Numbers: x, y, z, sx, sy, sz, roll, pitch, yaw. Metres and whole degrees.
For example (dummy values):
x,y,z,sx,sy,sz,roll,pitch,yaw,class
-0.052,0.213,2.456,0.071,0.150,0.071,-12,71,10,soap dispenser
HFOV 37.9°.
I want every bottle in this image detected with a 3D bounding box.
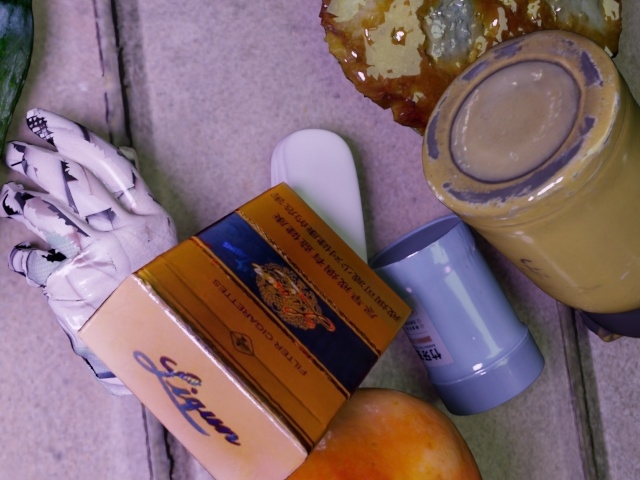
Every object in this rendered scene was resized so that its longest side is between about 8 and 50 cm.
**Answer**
x,y,z,sx,sy,sz,roll,pitch,yaw,class
0.250,-0.024,0.843,0.351,0.171,0.172,35,66,-44,bottle

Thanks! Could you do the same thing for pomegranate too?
x,y,z,sx,sy,sz,roll,pitch,yaw,class
0.034,0.217,0.707,0.209,0.209,0.209,4,81,-28,pomegranate

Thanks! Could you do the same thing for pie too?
x,y,z,sx,sy,sz,roll,pitch,yaw,class
0.146,-0.249,0.887,0.354,0.103,0.288,-39,102,-19,pie

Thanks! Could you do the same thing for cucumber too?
x,y,z,sx,sy,sz,roll,pitch,yaw,class
-0.250,-0.102,0.682,0.056,0.056,0.250,17,76,-25,cucumber

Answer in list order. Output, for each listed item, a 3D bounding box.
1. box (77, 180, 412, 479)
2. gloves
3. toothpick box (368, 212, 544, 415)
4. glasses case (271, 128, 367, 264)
x,y,z,sx,sy,sz,roll,pitch,yaw,class
-0.037,0.056,0.650,0.152,0.070,0.237,45,29,2,box
-0.161,-0.001,0.689,0.127,0.111,0.212,-27,102,-26,gloves
0.120,0.065,0.831,0.101,0.101,0.153,-34,98,-28,toothpick box
0.000,0.000,0.803,0.074,0.049,0.194,-4,86,-28,glasses case
